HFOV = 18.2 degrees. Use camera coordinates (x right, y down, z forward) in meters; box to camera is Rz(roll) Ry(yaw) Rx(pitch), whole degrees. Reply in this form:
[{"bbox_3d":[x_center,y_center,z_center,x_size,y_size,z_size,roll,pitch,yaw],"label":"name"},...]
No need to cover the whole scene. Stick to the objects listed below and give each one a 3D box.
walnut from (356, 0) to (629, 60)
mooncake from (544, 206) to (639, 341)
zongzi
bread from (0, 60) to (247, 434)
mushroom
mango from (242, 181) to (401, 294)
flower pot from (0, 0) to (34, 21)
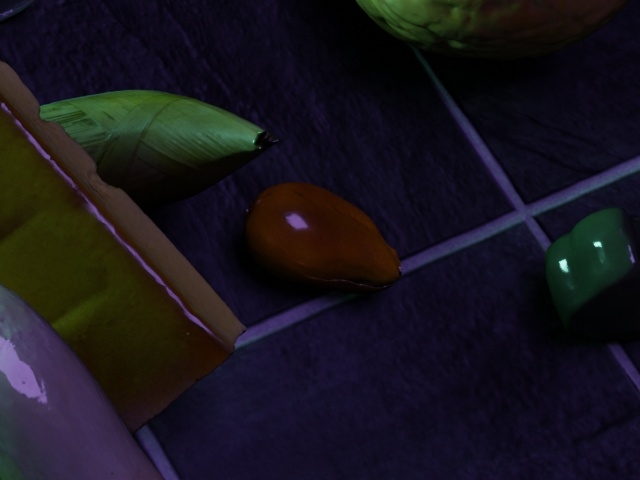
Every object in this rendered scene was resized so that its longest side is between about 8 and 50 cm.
[{"bbox_3d":[0.165,-0.322,2.031,0.333,0.333,0.333,11,57,-18],"label":"walnut"},{"bbox_3d":[0.307,0.026,1.954,0.168,0.175,0.104,-18,67,14],"label":"mooncake"},{"bbox_3d":[-0.183,-0.071,1.755,0.228,0.256,0.115,-9,98,-26],"label":"zongzi"},{"bbox_3d":[-0.232,-0.010,1.710,0.361,0.138,0.077,49,26,-6],"label":"bread"},{"bbox_3d":[-0.217,0.162,1.659,0.350,0.128,0.128,43,53,-7],"label":"mushroom"},{"bbox_3d":[-0.003,0.002,1.887,0.159,0.084,0.105,28,35,-31],"label":"mango"},{"bbox_3d":[-0.375,-0.253,1.858,0.229,0.103,0.108,-22,71,-32],"label":"flower pot"}]
